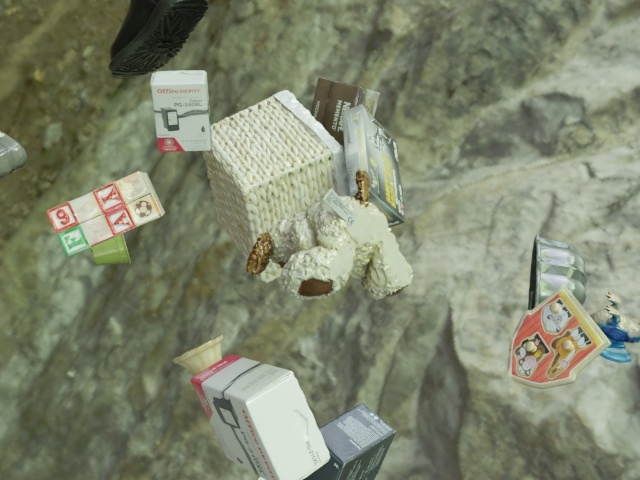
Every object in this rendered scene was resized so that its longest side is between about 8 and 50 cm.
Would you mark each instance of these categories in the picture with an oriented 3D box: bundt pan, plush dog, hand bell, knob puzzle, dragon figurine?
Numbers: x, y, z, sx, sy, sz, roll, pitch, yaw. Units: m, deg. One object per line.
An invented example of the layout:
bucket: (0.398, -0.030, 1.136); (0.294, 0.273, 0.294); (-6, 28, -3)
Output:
bundt pan: (0.575, 0.152, 2.118); (0.331, 0.124, 0.331); (3, 90, -78)
plush dog: (0.000, 0.000, 1.464); (0.225, 0.262, 0.211); (-10, -99, 45)
hand bell: (-0.223, 0.346, 1.947); (0.126, 0.242, 0.126); (-27, 179, 0)
knob puzzle: (0.427, 0.196, 1.648); (0.213, 0.030, 0.213); (-29, -136, 33)
dragon figurine: (0.657, 0.208, 1.908); (0.085, 0.289, 0.144); (-68, 180, -50)

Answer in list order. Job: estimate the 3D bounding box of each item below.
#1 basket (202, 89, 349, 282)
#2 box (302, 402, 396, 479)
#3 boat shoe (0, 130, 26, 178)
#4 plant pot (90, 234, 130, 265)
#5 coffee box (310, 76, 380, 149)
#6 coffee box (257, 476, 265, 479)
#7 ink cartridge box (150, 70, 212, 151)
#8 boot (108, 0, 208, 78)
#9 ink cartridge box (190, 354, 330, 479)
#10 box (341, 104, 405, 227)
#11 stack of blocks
basket: (-0.110, -0.134, 2.146); (0.266, 0.328, 0.331); (-22, -137, -16)
box: (0.041, 0.411, 1.624); (0.158, 0.093, 0.156); (-20, 138, -46)
boat shoe: (-0.585, -0.149, 1.394); (0.095, 0.335, 0.112); (-32, 129, -34)
plant pot: (-0.491, 0.025, 2.023); (0.079, 0.083, 0.083); (-16, 180, -12)
coffee box: (0.064, -0.335, 2.327); (0.297, 0.119, 0.168); (-29, 133, -75)
coffee box: (-0.062, 0.900, 2.453); (0.334, 0.337, 0.338); (-57, 154, -44)
ink cartridge box: (-0.278, -0.259, 1.746); (0.063, 0.109, 0.150); (-96, -176, -57)
boot: (-0.381, -0.536, 1.885); (0.131, 0.260, 0.348); (-10, 162, -47)
ink cartridge box: (-0.107, 0.303, 1.487); (0.100, 0.172, 0.237); (-29, -165, -27)
box: (0.122, -0.168, 1.992); (0.056, 0.183, 0.231); (-18, -121, 25)
stack of blocks: (-0.385, -0.054, 1.614); (0.171, 0.087, 0.297); (-24, -174, -5)
